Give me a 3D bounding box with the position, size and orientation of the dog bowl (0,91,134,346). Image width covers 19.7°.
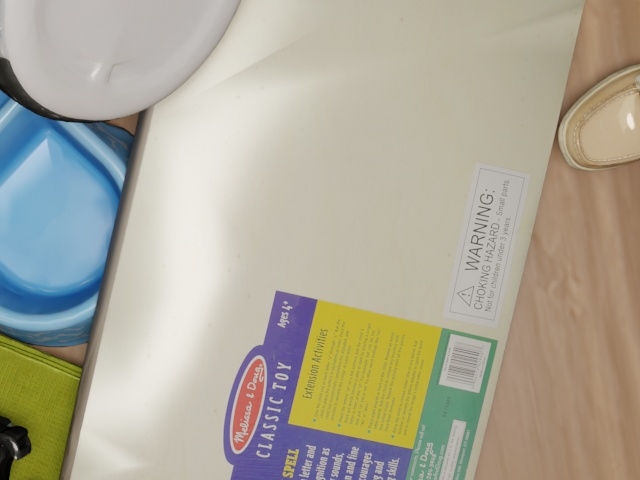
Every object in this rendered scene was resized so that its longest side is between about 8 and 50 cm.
[{"bbox_3d":[-0.232,-0.054,1.233,0.297,0.074,0.166,43,92,1],"label":"dog bowl"}]

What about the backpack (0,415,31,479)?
[{"bbox_3d":[-0.315,0.224,1.166,0.191,0.225,0.253,17,102,3],"label":"backpack"}]

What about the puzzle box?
[{"bbox_3d":[0.000,0.000,1.204,0.272,0.052,0.409,13,91,-17],"label":"puzzle box"}]

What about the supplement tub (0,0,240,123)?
[{"bbox_3d":[-0.205,-0.218,1.117,0.316,0.193,0.193,36,92,34],"label":"supplement tub"}]

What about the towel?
[{"bbox_3d":[-0.185,0.131,1.251,0.237,0.021,0.102,22,105,1],"label":"towel"}]

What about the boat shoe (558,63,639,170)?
[{"bbox_3d":[0.240,-0.092,1.217,0.170,0.059,0.063,-24,102,-10],"label":"boat shoe"}]
